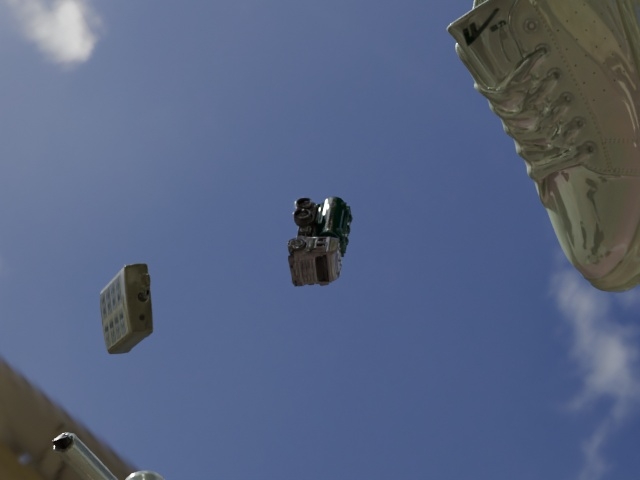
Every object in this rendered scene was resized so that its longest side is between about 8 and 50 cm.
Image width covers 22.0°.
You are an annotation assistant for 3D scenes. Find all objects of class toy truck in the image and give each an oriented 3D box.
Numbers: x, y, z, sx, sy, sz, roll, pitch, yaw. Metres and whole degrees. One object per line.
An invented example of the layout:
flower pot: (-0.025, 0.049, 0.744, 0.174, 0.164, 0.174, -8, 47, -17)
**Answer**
toy truck: (0.000, 0.000, 1.235, 0.044, 0.083, 0.039, -1, -56, 8)

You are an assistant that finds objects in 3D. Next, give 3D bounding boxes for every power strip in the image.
power strip: (-0.220, 0.078, 1.860, 0.227, 0.029, 0.080, 144, -59, -70)

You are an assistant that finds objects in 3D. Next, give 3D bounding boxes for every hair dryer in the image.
hair dryer: (-0.274, 0.317, 2.119, 0.073, 0.131, 0.236, -33, -55, 12)

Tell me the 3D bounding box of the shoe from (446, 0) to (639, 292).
shoe: (0.191, -0.137, 1.372, 0.132, 0.160, 0.363, -32, -121, 55)
